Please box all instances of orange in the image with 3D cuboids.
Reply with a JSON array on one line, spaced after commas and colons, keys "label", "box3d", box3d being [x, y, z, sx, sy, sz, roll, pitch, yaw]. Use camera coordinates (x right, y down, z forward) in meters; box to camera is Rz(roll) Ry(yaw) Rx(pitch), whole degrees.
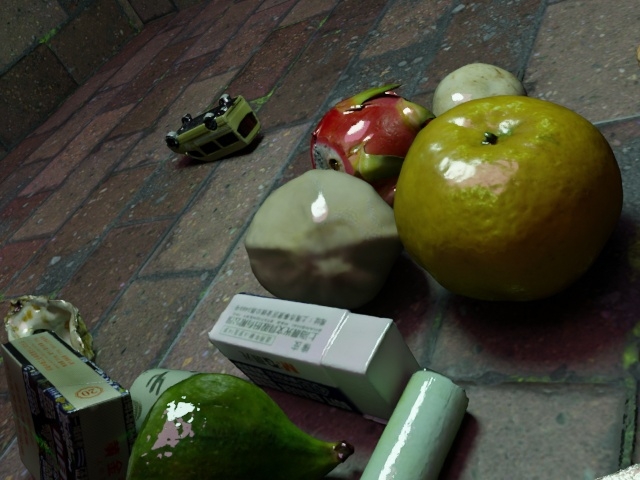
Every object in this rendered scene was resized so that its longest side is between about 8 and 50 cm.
[{"label": "orange", "box3d": [0.231, -0.049, 0.859, 0.279, 0.235, 0.279, -11, 44, 11]}]

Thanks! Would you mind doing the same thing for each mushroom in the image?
[{"label": "mushroom", "box3d": [0.273, -0.225, 1.168, 0.166, 0.127, 0.166, -5, 50, 6]}]

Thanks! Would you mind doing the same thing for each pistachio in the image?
[{"label": "pistachio", "box3d": [0.000, 0.000, 1.025, 0.226, 0.208, 0.332, -11, 2, -24]}]

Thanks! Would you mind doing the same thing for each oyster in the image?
[{"label": "oyster", "box3d": [-0.508, 0.198, 1.277, 0.341, 0.110, 0.166, 12, 58, 45]}]

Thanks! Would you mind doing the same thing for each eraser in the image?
[{"label": "eraser", "box3d": [-0.009, 0.149, 0.888, 0.287, 0.130, 0.086, 5, 49, 43]}]

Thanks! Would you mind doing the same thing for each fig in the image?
[{"label": "fig", "box3d": [-0.085, 0.261, 0.779, 0.235, 0.203, 0.203, 11, 41, 3]}]

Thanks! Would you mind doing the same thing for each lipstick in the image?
[{"label": "lipstick", "box3d": [0.070, 0.269, 0.704, 0.076, 0.076, 0.304, -1, 43, 40]}]

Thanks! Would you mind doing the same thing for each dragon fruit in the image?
[{"label": "dragon fruit", "box3d": [0.101, -0.146, 1.132, 0.227, 0.224, 0.224, -26, 29, -19]}]

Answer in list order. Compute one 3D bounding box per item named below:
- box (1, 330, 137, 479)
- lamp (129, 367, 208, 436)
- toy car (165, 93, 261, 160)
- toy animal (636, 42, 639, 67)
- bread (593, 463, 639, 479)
[{"label": "box", "box3d": [-0.352, 0.264, 0.957, 0.084, 0.198, 0.310, -13, 17, -37]}, {"label": "lamp", "box3d": [-0.234, 0.242, 0.967, 0.214, 0.121, 0.121, -18, 33, 38]}, {"label": "toy car", "box3d": [-0.269, -0.266, 1.699, 0.256, 0.124, 0.101, -14, 35, 43]}, {"label": "toy animal", "box3d": [0.519, -0.246, 1.005, 0.184, 0.104, 0.185, -42, 36, -2]}, {"label": "bread", "box3d": [0.282, 0.237, 0.607, 0.153, 0.028, 0.068, -26, 32, 11]}]
